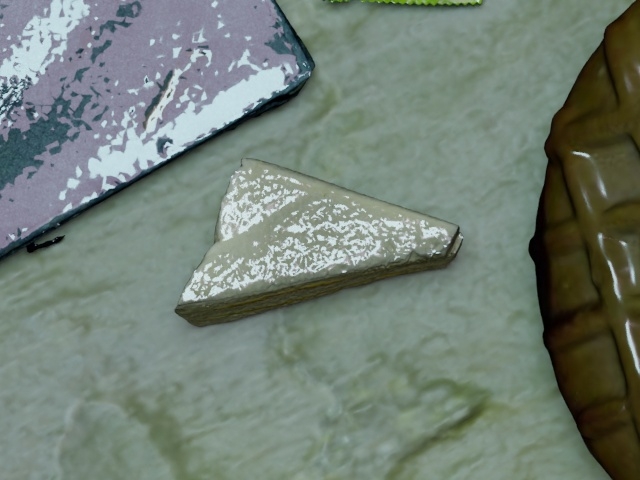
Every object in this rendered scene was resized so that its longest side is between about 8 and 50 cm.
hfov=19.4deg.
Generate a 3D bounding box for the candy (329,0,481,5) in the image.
[{"bbox_3d":[0.051,-0.238,1.202,0.102,0.032,0.178,-1,83,2],"label":"candy"}]

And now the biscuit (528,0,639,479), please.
[{"bbox_3d":[0.241,0.016,1.063,0.268,0.115,0.366,-20,77,42],"label":"biscuit"}]

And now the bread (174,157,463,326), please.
[{"bbox_3d":[0.000,0.021,1.150,0.152,0.077,0.105,18,80,7],"label":"bread"}]

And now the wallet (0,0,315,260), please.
[{"bbox_3d":[-0.207,-0.087,1.188,0.379,0.046,0.190,-30,84,-3],"label":"wallet"}]
